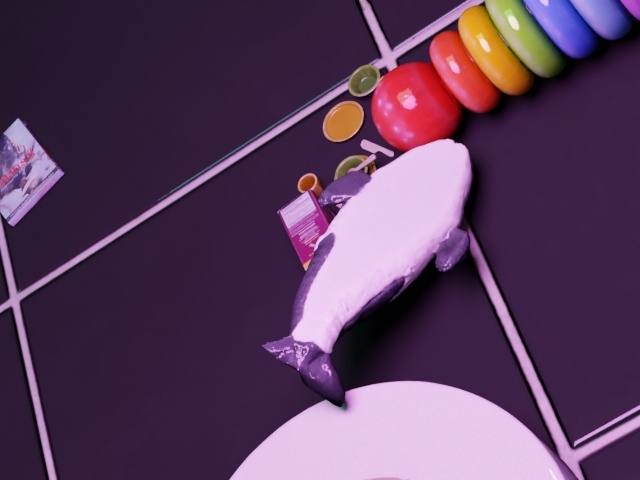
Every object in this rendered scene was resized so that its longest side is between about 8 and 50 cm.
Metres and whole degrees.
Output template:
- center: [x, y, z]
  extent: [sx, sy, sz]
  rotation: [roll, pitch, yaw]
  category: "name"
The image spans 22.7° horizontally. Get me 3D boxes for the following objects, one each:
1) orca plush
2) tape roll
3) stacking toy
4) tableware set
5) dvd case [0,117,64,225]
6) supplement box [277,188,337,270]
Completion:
- center: [0.059, 0.037, 1.478]
  extent: [0.151, 0.102, 0.287]
  rotation: [11, 55, 16]
  category: "orca plush"
- center: [0.058, 0.308, 1.338]
  extent: [0.392, 0.072, 0.392]
  rotation: [-15, 57, 25]
  category: "tape roll"
- center: [0.185, -0.198, 1.506]
  extent: [0.330, 0.141, 0.141]
  rotation: [-35, 51, 17]
  category: "stacking toy"
- center: [0.032, -0.106, 1.618]
  extent: [0.104, 0.024, 0.154]
  rotation: [28, 82, 40]
  category: "tableware set"
- center: [-0.355, -0.081, 1.863]
  extent: [0.087, 0.013, 0.119]
  rotation: [-45, 50, 3]
  category: "dvd case"
- center: [0.000, 0.000, 1.559]
  extent: [0.043, 0.055, 0.083]
  rotation: [-35, 50, 11]
  category: "supplement box"
